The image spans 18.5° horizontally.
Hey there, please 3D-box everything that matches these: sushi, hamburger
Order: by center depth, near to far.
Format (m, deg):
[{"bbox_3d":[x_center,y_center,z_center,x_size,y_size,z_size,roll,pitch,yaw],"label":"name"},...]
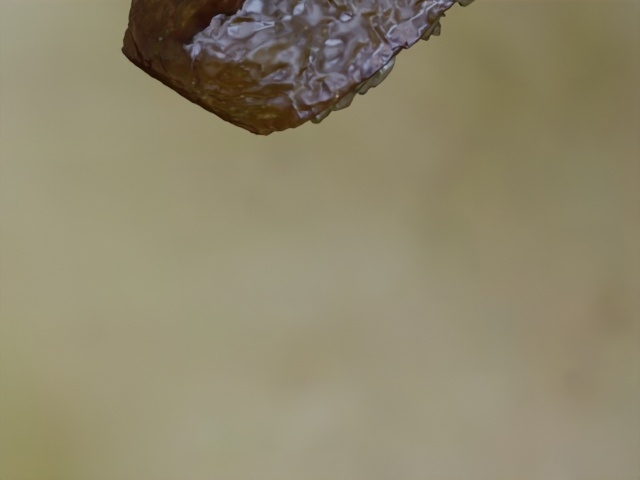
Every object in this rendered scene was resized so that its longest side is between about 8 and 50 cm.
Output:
[{"bbox_3d":[0.009,-0.067,0.432,0.055,0.052,0.120,30,110,-37],"label":"sushi"},{"bbox_3d":[0.000,0.000,0.769,0.395,0.277,0.396,-1,97,-6],"label":"hamburger"}]
